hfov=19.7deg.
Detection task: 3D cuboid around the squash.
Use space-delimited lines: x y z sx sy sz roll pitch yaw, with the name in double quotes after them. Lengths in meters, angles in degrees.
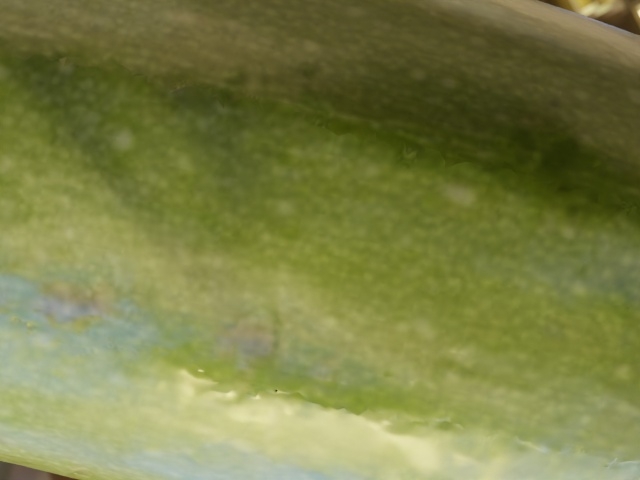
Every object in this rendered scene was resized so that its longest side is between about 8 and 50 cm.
0.000 0.000 0.815 0.384 0.263 0.263 15 162 0 "squash"
